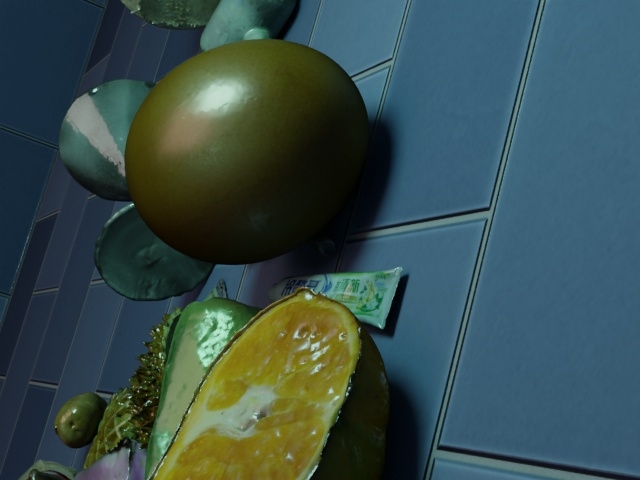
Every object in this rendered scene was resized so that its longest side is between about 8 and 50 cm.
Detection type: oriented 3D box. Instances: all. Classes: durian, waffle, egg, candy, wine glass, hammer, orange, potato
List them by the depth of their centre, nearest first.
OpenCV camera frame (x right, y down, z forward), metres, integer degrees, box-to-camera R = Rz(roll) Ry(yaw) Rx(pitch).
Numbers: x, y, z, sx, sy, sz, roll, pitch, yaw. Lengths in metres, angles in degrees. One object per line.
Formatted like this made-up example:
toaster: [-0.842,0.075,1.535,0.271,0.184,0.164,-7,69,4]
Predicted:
orange: [-0.055,0.213,1.182,0.310,0.274,0.274,-29,-18,-51]
egg: [-0.096,-0.114,1.492,0.351,0.282,0.282,-25,46,33]
candy: [-0.145,0.244,1.524,0.132,0.142,0.343,72,-154,-66]
durian: [-0.206,0.198,1.665,0.252,0.139,0.144,-96,21,-47]
candy: [-0.298,0.406,1.731,0.265,0.116,0.155,-38,42,51]
hammer: [-0.107,-0.305,1.923,0.206,0.119,0.335,-55,33,36]
waffle: [-0.365,0.354,2.007,0.214,0.054,0.208,-21,50,65]
wine glass: [-0.318,-0.083,2.028,0.267,0.267,0.406,-59,29,23]
potato: [-0.443,0.332,2.125,0.170,0.080,0.107,159,128,-89]

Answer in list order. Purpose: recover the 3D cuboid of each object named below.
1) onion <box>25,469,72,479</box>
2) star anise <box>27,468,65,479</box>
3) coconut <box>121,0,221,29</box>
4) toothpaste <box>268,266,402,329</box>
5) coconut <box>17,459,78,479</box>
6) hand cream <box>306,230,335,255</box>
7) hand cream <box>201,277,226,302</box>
onion: [-0.414,0.485,1.896,0.230,0.163,0.230,157,90,-85]
star anise: [-0.292,0.437,1.523,0.108,0.315,0.315,-43,7,-32]
coconut: [-0.239,-0.558,2.134,0.360,0.346,0.346,-80,15,-77]
toothpaste: [0.013,0.069,1.411,0.297,0.048,0.075,-3,65,62]
coconut: [-0.514,0.473,2.156,0.116,0.122,0.116,-47,33,43]
hand cream: [0.000,0.000,1.526,0.035,0.022,0.102,-67,17,6]
hand cream: [-0.218,0.167,1.844,0.235,0.055,0.086,-53,30,20]
